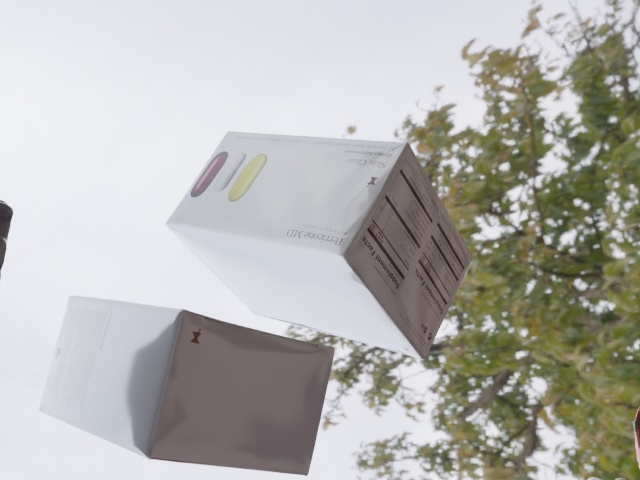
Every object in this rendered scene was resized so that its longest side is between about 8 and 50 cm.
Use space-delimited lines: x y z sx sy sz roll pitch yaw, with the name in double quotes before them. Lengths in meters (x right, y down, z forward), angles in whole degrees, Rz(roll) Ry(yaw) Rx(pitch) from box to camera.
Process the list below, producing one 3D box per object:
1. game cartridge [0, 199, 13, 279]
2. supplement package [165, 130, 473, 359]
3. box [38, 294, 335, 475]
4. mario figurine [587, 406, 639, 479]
"game cartridge" -0.222 0.129 0.405 0.062 0.198 0.297 18 -131 -29
"supplement package" 0.000 0.000 0.894 0.204 0.262 0.145 52 -122 -42
"box" -0.099 0.100 0.564 0.130 0.171 0.090 20 -102 -38
"mario figurine" 0.306 0.183 0.539 0.198 0.320 0.170 10 -72 -9
